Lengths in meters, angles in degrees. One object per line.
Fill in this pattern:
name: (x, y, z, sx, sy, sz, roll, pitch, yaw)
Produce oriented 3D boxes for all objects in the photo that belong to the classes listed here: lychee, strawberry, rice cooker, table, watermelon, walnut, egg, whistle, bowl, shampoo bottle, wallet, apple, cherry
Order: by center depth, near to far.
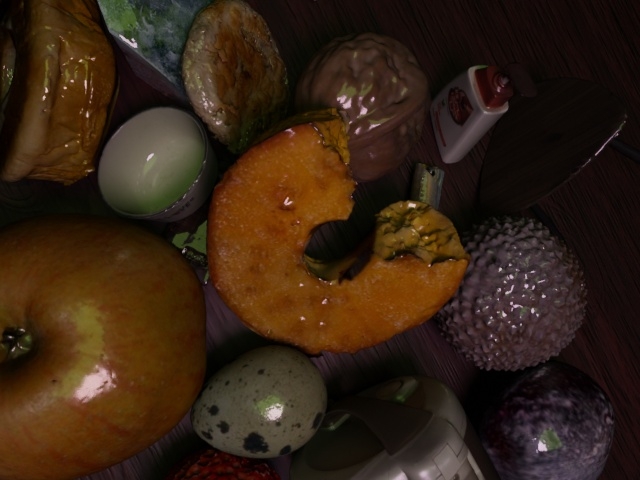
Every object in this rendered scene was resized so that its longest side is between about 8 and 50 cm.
apple: (-0.363, 0.149, 0.698, 0.399, 0.333, 0.401, 1, 85, -13)
strawberry: (-0.163, 0.463, 0.735, 0.238, 0.288, 0.250, 25, 73, -4)
rice cooker: (0.131, 0.409, 0.782, 0.335, 0.335, 0.326, -29, 93, -13)
egg: (-0.099, 0.269, 0.784, 0.227, 0.177, 0.177, -8, 87, -20)
bowl: (-0.271, -0.121, 0.834, 0.211, 0.112, 0.212, -4, 74, 14)
walnut: (0.078, -0.243, 0.878, 0.226, 0.273, 0.273, 29, 78, 24)
watermelon: (-0.276, -0.368, 0.882, 0.320, 0.213, 0.290, -57, 139, -47)
lychee: (0.351, 0.102, 0.885, 0.299, 0.300, 0.300, 1, 85, -12)
cherry: (0.421, 0.356, 0.891, 0.296, 0.218, 0.255, -10, 124, -37)
wallet: (-0.214, -0.040, 0.893, 0.124, 0.042, 0.230, 28, 78, -2)
shampoo bottle: (0.300, -0.259, 0.899, 0.071, 0.284, 0.153, -9, 85, -10)
whistle: (0.201, 0.001, 0.970, 0.067, 0.057, 0.327, 12, 82, -12)
table: (0.528, -0.163, 0.982, 0.249, 0.317, 0.318, 25, 80, -22)

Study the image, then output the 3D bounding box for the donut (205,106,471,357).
donut: (0.000, 0.000, 0.800, 0.377, 0.164, 0.435, -35, 119, 21)

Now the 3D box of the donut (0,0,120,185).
donut: (-0.428, -0.253, 0.756, 0.159, 0.330, 0.331, 1, 84, -38)

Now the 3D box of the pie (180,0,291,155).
pie: (-0.143, -0.288, 0.843, 0.055, 0.274, 0.275, -1, 84, 30)
